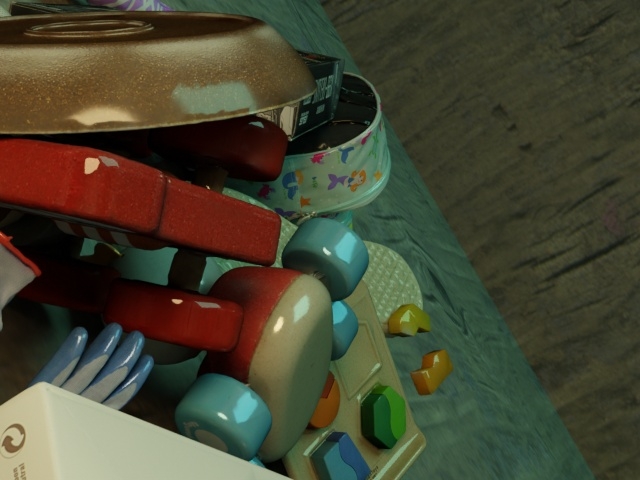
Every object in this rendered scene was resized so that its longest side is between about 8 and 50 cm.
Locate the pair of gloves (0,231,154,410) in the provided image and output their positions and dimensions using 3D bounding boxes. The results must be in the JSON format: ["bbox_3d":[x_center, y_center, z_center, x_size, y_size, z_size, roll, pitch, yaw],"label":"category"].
[{"bbox_3d":[-0.195,0.093,0.615,0.198,0.159,0.023,45,-9,-35],"label":"pair of gloves"}]

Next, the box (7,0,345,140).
[{"bbox_3d":[-0.144,-0.188,1.076,0.307,0.077,0.242,14,14,7],"label":"box"}]

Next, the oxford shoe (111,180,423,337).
[{"bbox_3d":[-0.061,0.050,1.151,0.449,0.130,0.169,16,54,-45],"label":"oxford shoe"}]

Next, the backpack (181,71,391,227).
[{"bbox_3d":[-0.037,-0.108,1.273,0.225,0.253,0.191,-100,173,-55],"label":"backpack"}]

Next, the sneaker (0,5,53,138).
[{"bbox_3d":[-0.319,-0.169,0.842,0.252,0.103,0.111,51,11,-43],"label":"sneaker"}]

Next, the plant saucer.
[{"bbox_3d":[-0.157,-0.125,0.689,0.310,0.310,0.050,-69,158,-71],"label":"plant saucer"}]

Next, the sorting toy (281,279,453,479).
[{"bbox_3d":[0.054,0.157,1.105,0.307,0.041,0.229,-38,110,-46],"label":"sorting toy"}]

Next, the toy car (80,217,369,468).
[{"bbox_3d":[-0.111,0.078,0.889,0.219,0.237,0.210,-57,163,-34],"label":"toy car"}]

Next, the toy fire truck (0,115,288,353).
[{"bbox_3d":[-0.182,-0.036,0.695,0.254,0.302,0.169,21,82,-58],"label":"toy fire truck"}]

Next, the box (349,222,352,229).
[{"bbox_3d":[0.000,0.000,1.480,0.058,0.087,0.232,49,19,-20],"label":"box"}]

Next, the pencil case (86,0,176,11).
[{"bbox_3d":[-0.248,-0.313,1.247,0.086,0.088,0.206,59,0,20],"label":"pencil case"}]

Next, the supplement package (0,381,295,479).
[{"bbox_3d":[-0.118,0.221,0.372,0.198,0.262,0.199,38,25,-51],"label":"supplement package"}]
